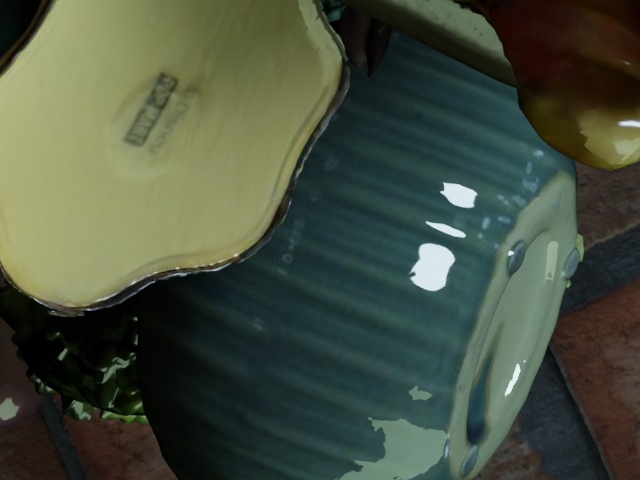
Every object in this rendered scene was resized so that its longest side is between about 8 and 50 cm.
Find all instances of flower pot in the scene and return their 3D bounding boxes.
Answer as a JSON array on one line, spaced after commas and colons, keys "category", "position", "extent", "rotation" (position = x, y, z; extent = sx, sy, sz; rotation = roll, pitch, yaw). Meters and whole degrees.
[{"category": "flower pot", "position": [0.020, 0.018, 0.870], "extent": [0.157, 0.243, 0.189], "rotation": [20, -178, 27]}]

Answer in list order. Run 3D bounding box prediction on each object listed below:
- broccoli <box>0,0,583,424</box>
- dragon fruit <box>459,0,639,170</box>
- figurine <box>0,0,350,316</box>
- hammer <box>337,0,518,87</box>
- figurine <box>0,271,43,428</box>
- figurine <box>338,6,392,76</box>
[{"category": "broccoli", "position": [-0.022, -0.013, 1.122], "extent": [0.338, 0.317, 0.277], "rotation": [-4, -148, -5]}, {"category": "dragon fruit", "position": [0.130, -0.145, 0.574], "extent": [0.296, 0.314, 0.263], "rotation": [-23, 145, -61]}, {"category": "figurine", "position": [-0.127, -0.113, 0.792], "extent": [0.208, 0.181, 0.257], "rotation": [-21, -142, -23]}, {"category": "hammer", "position": [-0.060, -0.127, 0.619], "extent": [0.365, 0.043, 0.111], "rotation": [23, 151, -32]}, {"category": "figurine", "position": [-0.230, -0.026, 1.430], "extent": [0.269, 0.261, 0.211], "rotation": [-26, -156, -23]}, {"category": "figurine", "position": [0.125, -0.218, 0.831], "extent": [0.361, 0.211, 0.253], "rotation": [-26, 168, -17]}]
